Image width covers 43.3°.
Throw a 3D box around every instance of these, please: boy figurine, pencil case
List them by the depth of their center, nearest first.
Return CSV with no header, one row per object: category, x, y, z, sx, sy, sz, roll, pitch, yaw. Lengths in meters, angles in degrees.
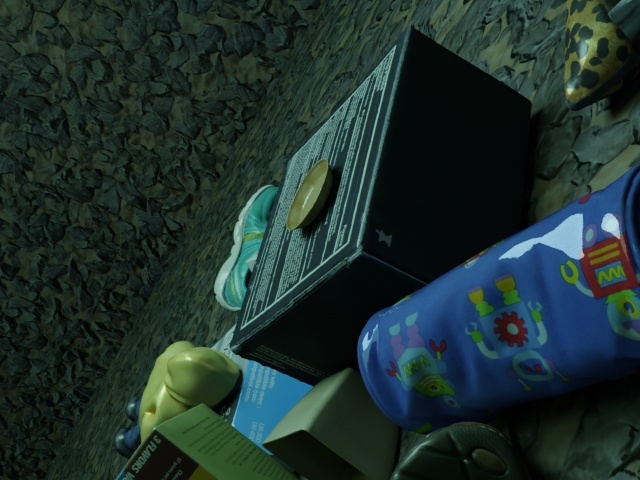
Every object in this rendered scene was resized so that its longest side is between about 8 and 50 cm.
pencil case,0.158,0.062,0.599,0.119,0.133,0.306,-20,-10,-40
boy figurine,-0.205,0.215,1.141,0.285,0.092,0.177,-45,24,44

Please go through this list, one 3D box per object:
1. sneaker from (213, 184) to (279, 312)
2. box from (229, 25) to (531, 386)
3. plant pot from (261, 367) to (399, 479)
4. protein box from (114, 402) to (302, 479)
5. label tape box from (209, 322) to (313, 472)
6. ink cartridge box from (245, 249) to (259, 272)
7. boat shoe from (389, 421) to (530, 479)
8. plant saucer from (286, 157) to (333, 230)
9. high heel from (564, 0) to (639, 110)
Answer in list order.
sneaker,-0.113,0.018,1.608,0.110,0.107,0.275,-5,61,48
box,0.068,-0.014,0.898,0.294,0.182,0.296,-41,28,53
plant pot,0.022,0.200,0.856,0.109,0.109,0.096,-38,17,55
protein box,-0.095,0.279,0.766,0.136,0.201,0.200,-54,-6,-2
label tape box,-0.085,0.214,1.134,0.348,0.115,0.249,-48,22,46
ink cartridge box,0.000,0.000,1.123,0.127,0.072,0.175,-17,21,48
boat shoe,0.061,0.281,0.612,0.324,0.122,0.120,-58,-14,6
plant saucer,-0.009,-0.045,0.835,0.083,0.015,0.083,-53,20,29
high heel,0.250,-0.230,0.831,0.186,0.093,0.261,-55,26,3
